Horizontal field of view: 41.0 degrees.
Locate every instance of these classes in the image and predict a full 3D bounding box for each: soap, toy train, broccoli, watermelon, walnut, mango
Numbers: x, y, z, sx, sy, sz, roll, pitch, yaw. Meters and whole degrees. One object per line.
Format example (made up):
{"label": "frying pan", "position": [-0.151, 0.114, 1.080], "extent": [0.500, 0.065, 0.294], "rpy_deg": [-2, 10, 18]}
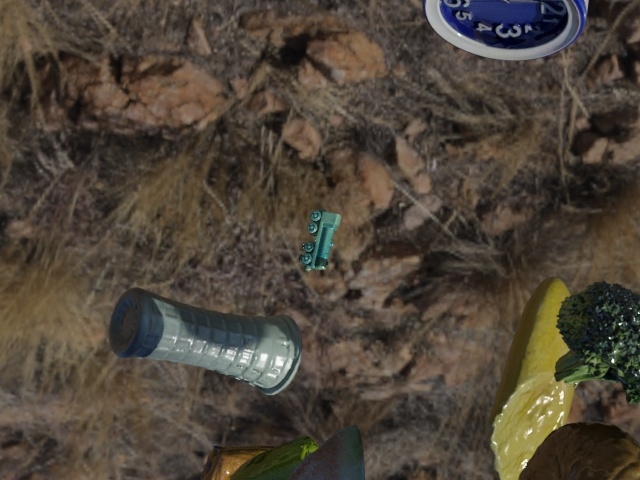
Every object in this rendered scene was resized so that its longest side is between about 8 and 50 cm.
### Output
{"label": "soap", "position": [0.437, 0.275, 1.698], "extent": [0.115, 0.427, 0.306], "rpy_deg": [2, 138, 33]}
{"label": "toy train", "position": [0.000, 0.000, 1.217], "extent": [0.045, 0.092, 0.029], "rpy_deg": [10, 172, 21]}
{"label": "broccoli", "position": [0.441, 0.160, 1.302], "extent": [0.226, 0.198, 0.176], "rpy_deg": [-30, 162, -36]}
{"label": "watermelon", "position": [0.000, 0.273, 0.853], "extent": [0.094, 0.180, 0.081], "rpy_deg": [32, 164, 12]}
{"label": "walnut", "position": [0.392, 0.367, 1.209], "extent": [0.228, 0.228, 0.228], "rpy_deg": [3, 146, 2]}
{"label": "mango", "position": [-0.067, 0.317, 1.122], "extent": [0.165, 0.091, 0.074], "rpy_deg": [-46, 144, 14]}

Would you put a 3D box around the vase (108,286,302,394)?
{"label": "vase", "position": [-0.188, 0.163, 1.403], "extent": [0.299, 0.143, 0.143], "rpy_deg": [17, 146, -37]}

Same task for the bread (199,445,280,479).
{"label": "bread", "position": [-0.087, 0.433, 1.374], "extent": [0.235, 0.210, 0.099], "rpy_deg": [14, 171, -12]}

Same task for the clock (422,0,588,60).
{"label": "clock", "position": [0.264, -0.350, 1.225], "extent": [0.230, 0.083, 0.230], "rpy_deg": [12, 160, 4]}
